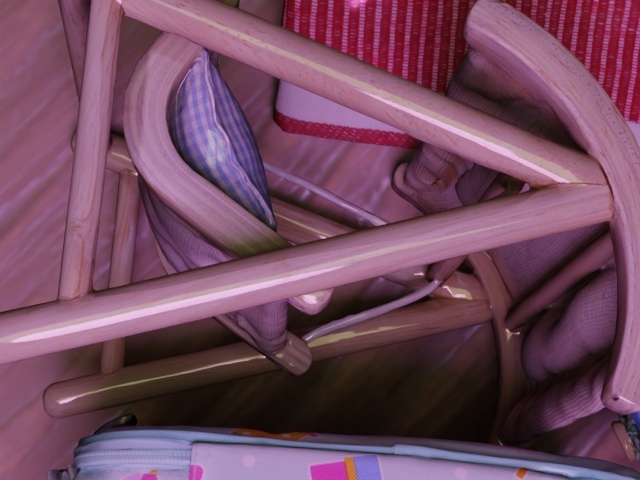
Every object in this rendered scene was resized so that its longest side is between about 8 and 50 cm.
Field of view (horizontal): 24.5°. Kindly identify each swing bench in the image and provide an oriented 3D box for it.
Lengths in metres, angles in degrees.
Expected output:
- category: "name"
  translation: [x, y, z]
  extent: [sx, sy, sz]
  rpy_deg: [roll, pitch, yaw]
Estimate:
- category: "swing bench"
  translation: [0.000, 0.000, 0.655]
  extent: [0.255, 0.253, 0.165]
  rpy_deg: [5, 77, -4]

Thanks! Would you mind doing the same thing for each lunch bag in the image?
- category: "lunch bag"
  translation: [0.010, 0.148, 0.694]
  extent: [0.279, 0.224, 0.108]
  rpy_deg: [5, 79, -2]

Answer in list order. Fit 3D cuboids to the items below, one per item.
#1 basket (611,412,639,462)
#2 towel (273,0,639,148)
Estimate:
- category: "basket"
  translation: [0.239, 0.050, 0.672]
  extent: [0.201, 0.255, 0.289]
  rpy_deg: [-10, 124, -6]
- category: "towel"
  translation: [0.112, -0.177, 0.695]
  extent: [0.237, 0.037, 0.329]
  rpy_deg: [8, 124, -4]
